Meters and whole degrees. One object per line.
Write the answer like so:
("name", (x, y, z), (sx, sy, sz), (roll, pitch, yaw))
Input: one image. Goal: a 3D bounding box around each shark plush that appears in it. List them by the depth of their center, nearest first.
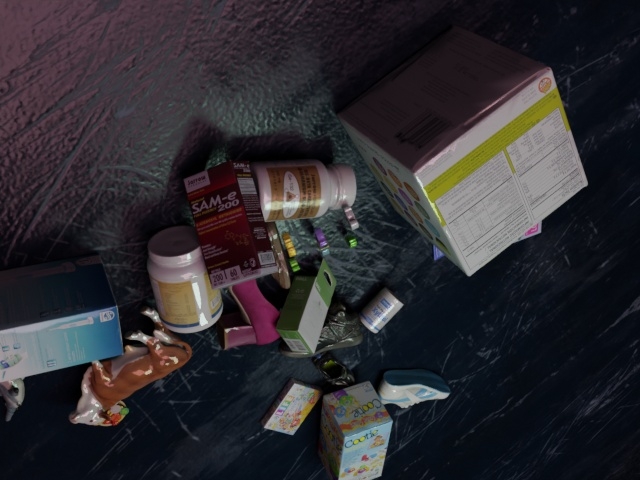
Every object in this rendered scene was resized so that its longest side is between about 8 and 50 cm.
("shark plush", (-0.685, 0.331, 1.679), (0.067, 0.073, 0.161), (7, 138, -9))

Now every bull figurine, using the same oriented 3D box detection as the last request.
("bull figurine", (-0.449, 0.287, 1.722), (0.310, 0.101, 0.188), (-30, 126, -7))

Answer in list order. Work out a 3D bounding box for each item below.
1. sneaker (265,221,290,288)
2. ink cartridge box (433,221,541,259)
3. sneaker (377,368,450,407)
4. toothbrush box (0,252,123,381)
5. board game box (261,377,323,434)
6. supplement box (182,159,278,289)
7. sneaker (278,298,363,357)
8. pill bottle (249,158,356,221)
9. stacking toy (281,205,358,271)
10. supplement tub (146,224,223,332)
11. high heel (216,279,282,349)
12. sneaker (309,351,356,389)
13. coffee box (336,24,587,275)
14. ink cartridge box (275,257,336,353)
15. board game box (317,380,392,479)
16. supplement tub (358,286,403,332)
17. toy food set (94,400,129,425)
("sneaker", (-0.119, 0.034, 1.772), (0.071, 0.066, 0.188), (-13, 120, 1))
("ink cartridge box", (0.437, -0.059, 1.990), (0.311, 0.065, 0.186), (-18, 125, -15))
("sneaker", (0.265, 0.427, 2.188), (0.228, 0.087, 0.092), (9, 121, -23))
("toothbrush box", (-0.561, 0.151, 1.510), (0.295, 0.216, 0.126), (-11, 123, -22))
("board game box", (-0.076, 0.448, 2.055), (0.103, 0.026, 0.154), (24, 106, -35))
("supplement box", (-0.185, -0.032, 1.566), (0.130, 0.240, 0.073), (-18, 175, 27))
("sneaker", (-0.002, 0.216, 1.919), (0.227, 0.087, 0.130), (-11, 115, -17))
("pill bottle", (-0.045, -0.112, 1.666), (0.229, 0.131, 0.131), (-6, 121, -24))
("stacking toy", (0.000, 0.000, 1.747), (0.167, 0.052, 0.221), (-23, 165, -4))
("supplement tub", (-0.293, 0.083, 1.649), (0.144, 0.144, 0.200), (-17, 125, -17))
("high heel", (-0.145, 0.084, 1.751), (0.181, 0.127, 0.377), (-12, 132, -25))
("sneaker", (0.037, 0.352, 2.022), (0.067, 0.078, 0.188), (-41, 131, 0))
("coffee box", (0.308, -0.199, 1.662), (0.338, 0.337, 0.334), (-38, 129, -3))
("ink cartridge box", (-0.031, 0.155, 1.841), (0.109, 0.062, 0.209), (60, 40, -46))
("board game box", (0.089, 0.536, 2.087), (0.144, 0.142, 0.275), (-14, 136, -19))
("supplement tub", (0.155, 0.181, 1.984), (0.107, 0.071, 0.071), (-48, 128, 6))
("toy food set", (-0.502, 0.411, 1.820), (0.083, 0.020, 0.083), (29, 102, -36))
